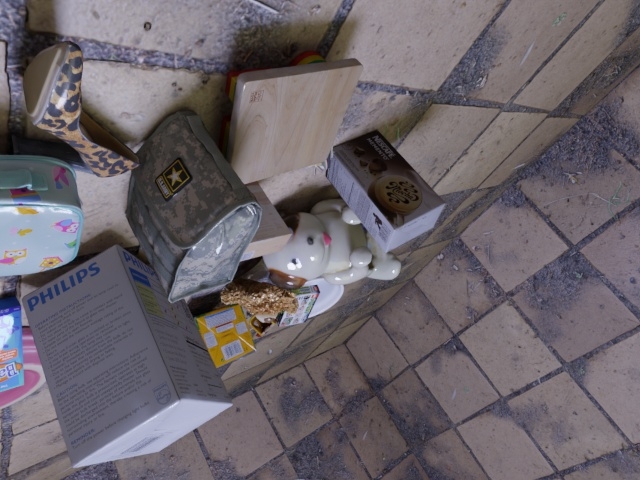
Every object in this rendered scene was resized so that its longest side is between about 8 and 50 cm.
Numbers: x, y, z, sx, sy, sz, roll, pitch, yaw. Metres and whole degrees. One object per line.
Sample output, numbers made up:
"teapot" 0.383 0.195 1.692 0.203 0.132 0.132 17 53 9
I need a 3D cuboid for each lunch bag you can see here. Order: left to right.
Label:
"lunch bag" -0.494 -0.036 0.622 0.279 0.108 0.224 -6 152 -37
"lunch bag" -0.242 -0.063 0.807 0.168 0.235 0.287 -17 153 -41

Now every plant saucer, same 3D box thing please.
"plant saucer" -0.805 0.335 1.040 0.332 0.084 0.332 -29 158 -13
"plant saucer" -0.258 0.080 1.330 0.168 0.029 0.168 -33 168 -8

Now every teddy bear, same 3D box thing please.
"teddy bear" -0.198 0.192 1.379 0.245 0.337 0.113 27 77 -38

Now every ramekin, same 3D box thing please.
"ramekin" -0.062 0.173 1.632 0.276 0.135 0.277 -16 146 -11

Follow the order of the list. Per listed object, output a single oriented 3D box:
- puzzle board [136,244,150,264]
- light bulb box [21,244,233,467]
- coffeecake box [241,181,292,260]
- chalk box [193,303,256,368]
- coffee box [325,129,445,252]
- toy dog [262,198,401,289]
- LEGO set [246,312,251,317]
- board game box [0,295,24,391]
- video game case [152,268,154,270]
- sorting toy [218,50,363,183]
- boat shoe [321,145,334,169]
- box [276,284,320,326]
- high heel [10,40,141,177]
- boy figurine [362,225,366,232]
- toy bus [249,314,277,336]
"puzzle board" -0.398 0.015 1.056 0.096 0.011 0.128 -14 150 -40
"light bulb box" -0.413 0.263 0.979 0.225 0.361 0.358 -30 158 -7
"coffeecake box" -0.177 -0.053 0.994 0.142 0.186 0.068 -15 151 -40
"chalk box" -0.388 0.349 1.498 0.180 0.179 0.288 -15 172 -43
"coffee box" 0.163 -0.138 1.157 0.168 0.297 0.119 -25 154 -20
"toy dog" 0.000 0.000 1.321 0.395 0.285 0.407 0 -176 37
"LEGO set" -0.294 0.309 1.823 0.054 0.024 0.083 -27 171 -13
"board game box" -0.710 0.231 0.887 0.160 0.047 0.211 -11 122 -46
"video game case" -0.519 0.164 1.161 0.248 0.035 0.274 -42 158 17
"sorting toy" -0.076 -0.250 0.858 0.255 0.089 0.257 -22 155 -31
"boat shoe" 0.016 -0.231 1.095 0.043 0.049 0.137 -32 154 -11
"box" -0.083 0.237 1.552 0.114 0.036 0.207 -5 142 -25
"high heel" -0.321 -0.179 0.628 0.186 0.093 0.261 -2 158 -44
"boy figurine" 0.234 -0.130 1.566 0.177 0.092 0.285 -18 157 -30
"toy bus" -0.216 0.295 1.782 0.191 0.104 0.202 -48 -175 -23
